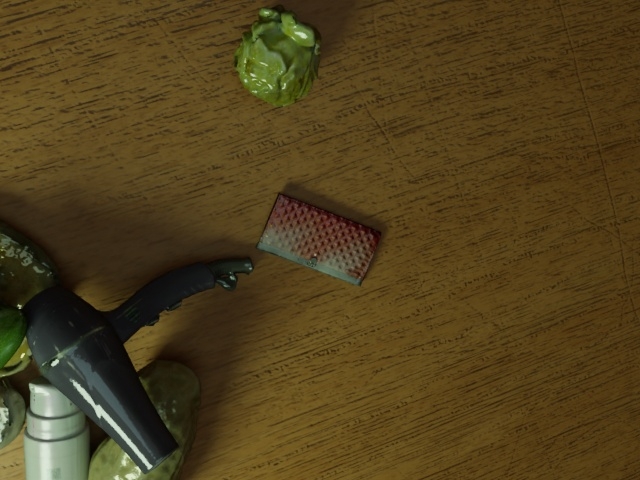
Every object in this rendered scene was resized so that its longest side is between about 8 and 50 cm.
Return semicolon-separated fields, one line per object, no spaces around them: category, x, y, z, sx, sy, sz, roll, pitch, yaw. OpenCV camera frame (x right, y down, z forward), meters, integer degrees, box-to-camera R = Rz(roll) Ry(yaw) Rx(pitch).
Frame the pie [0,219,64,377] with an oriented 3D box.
pie;-0.528;0.085;1.101;0.274;0.055;0.274;-2;102;-12

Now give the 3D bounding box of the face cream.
face cream;-0.421;0.380;1.163;0.102;0.102;0.345;1;101;-13

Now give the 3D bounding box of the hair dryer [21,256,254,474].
hair dryer;-0.233;0.137;1.108;0.361;0.121;0.301;-37;83;-27

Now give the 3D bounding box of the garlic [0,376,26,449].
garlic;-0.510;0.287;1.146;0.084;0.066;0.152;22;106;8

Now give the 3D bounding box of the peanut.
peanut;-0.283;0.341;1.165;0.152;0.152;0.313;18;97;-15

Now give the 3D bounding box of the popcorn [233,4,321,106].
popcorn;-0.060;-0.272;1.094;0.141;0.162;0.135;24;59;-51

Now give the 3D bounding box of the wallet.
wallet;0.000;0.000;1.220;0.196;0.020;0.103;21;97;-16

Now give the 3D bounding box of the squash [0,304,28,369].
squash;-0.568;0.213;1.046;0.395;0.107;0.107;-37;108;21
